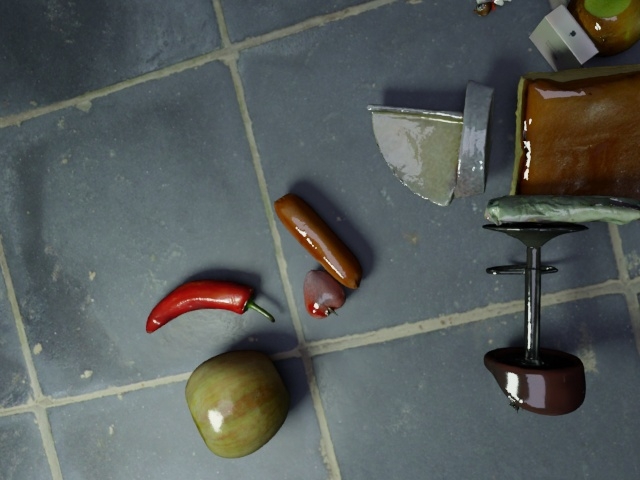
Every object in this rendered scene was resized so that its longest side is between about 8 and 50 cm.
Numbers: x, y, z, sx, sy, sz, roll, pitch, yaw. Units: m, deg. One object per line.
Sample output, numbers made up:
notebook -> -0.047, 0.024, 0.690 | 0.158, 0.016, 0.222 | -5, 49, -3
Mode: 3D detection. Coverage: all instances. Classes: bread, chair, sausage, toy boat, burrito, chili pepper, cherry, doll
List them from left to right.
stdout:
chili pepper -> -0.302, 0.165, 1.534 | 0.368, 0.092, 0.137 | -7, 112, 18
sausage -> 0.000, 0.000, 1.455 | 0.083, 0.089, 0.300 | -45, 86, 4
cherry -> 0.011, 0.136, 1.464 | 0.106, 0.087, 0.126 | -10, 74, 18
toy boat -> 0.283, -0.220, 1.390 | 0.294, 0.111, 0.276 | -10, 93, 24
doll -> 0.403, -0.556, 1.368 | 0.085, 0.040, 0.058 | 3, 84, 11
chair -> 0.475, 0.162, 1.309 | 0.227, 0.226, 0.401 | 0, 93, 10
burrito -> 0.504, -0.064, 1.226 | 0.309, 0.096, 0.066 | 0, 98, 15
bread -> 0.588, -0.207, 1.269 | 0.333, 0.143, 0.323 | -2, 113, 11

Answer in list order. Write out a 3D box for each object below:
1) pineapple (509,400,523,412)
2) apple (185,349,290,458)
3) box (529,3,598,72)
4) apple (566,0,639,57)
pineapple -> 0.496, 0.359, 1.411 | 0.058, 0.058, 0.124 | 39, 106, 6
apple -> -0.205, 0.397, 1.451 | 0.234, 0.257, 0.256 | -29, 88, -22
box -> 0.539, -0.438, 1.301 | 0.051, 0.130, 0.129 | -36, 87, 5
apple -> 0.630, -0.487, 1.276 | 0.147, 0.146, 0.163 | -39, 63, 10
